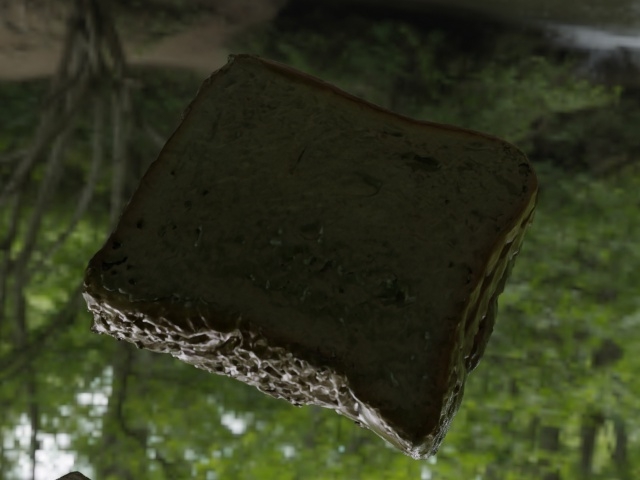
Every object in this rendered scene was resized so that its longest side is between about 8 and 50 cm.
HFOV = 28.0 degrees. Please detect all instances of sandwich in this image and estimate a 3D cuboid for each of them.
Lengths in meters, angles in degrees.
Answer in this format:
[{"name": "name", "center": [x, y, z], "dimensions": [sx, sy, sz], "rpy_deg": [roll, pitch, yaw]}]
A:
[{"name": "sandwich", "center": [0.000, 0.000, 0.836], "dimensions": [0.251, 0.226, 0.087], "rpy_deg": [21, 151, 16]}]

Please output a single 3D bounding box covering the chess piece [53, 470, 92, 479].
[{"name": "chess piece", "center": [-0.201, 0.217, 0.781], "dimensions": [0.137, 0.137, 0.301], "rpy_deg": [4, 176, 0]}]
